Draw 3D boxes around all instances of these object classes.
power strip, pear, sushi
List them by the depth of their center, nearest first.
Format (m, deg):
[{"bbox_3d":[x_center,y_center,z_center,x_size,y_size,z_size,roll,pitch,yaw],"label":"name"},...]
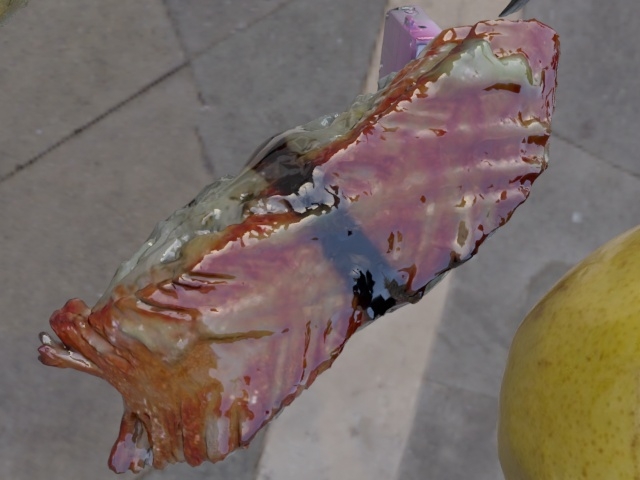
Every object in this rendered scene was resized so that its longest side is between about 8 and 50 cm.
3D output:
[{"bbox_3d":[0.000,0.000,0.702,0.332,0.130,0.124,-38,101,-12],"label":"sushi"},{"bbox_3d":[0.271,0.120,0.811,0.314,0.314,0.314,-8,103,-41],"label":"pear"},{"bbox_3d":[0.086,-0.107,1.320,0.038,0.109,0.278,-3,119,-14],"label":"power strip"}]

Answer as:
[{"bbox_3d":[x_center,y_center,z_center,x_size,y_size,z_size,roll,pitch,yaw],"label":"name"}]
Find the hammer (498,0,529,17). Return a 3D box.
[{"bbox_3d":[0.142,-0.333,1.511,0.033,0.288,0.111,-24,120,-41],"label":"hammer"}]

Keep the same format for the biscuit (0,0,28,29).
[{"bbox_3d":[-0.255,-0.248,0.941,0.038,0.141,0.289,-39,150,-65],"label":"biscuit"}]
